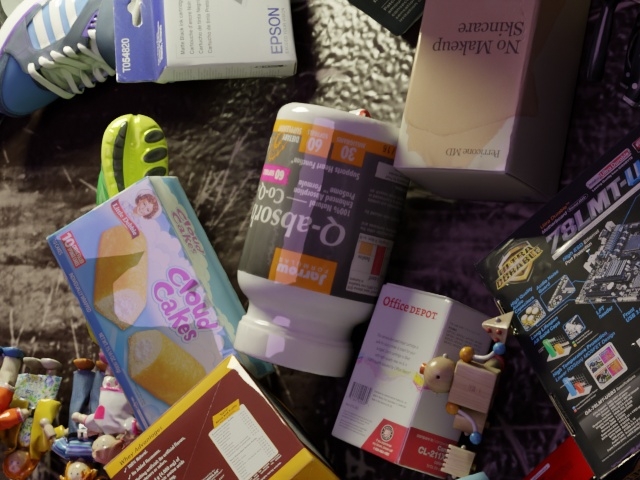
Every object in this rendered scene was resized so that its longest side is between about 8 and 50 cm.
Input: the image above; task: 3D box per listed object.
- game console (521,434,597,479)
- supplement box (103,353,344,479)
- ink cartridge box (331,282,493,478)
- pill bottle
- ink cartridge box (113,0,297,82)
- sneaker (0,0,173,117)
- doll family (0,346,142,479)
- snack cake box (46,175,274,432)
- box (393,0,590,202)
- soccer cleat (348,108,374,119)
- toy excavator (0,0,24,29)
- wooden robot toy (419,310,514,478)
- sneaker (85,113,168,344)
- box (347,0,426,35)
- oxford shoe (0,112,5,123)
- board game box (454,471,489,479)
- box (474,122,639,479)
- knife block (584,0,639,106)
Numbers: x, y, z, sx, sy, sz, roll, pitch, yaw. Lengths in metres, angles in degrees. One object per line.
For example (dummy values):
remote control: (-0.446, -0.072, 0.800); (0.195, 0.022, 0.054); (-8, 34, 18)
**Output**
game console: (0.251, 0.278, 1.341); (0.144, 0.085, 0.124); (-46, 24, 14)
supplement box: (-0.092, 0.266, 1.459); (0.191, 0.129, 0.194); (-42, 42, -2)
ink cartridge box: (0.098, 0.144, 1.432); (0.127, 0.072, 0.175); (13, 82, 59)
pill bottle: (0.000, 0.000, 1.509); (0.162, 0.162, 0.278); (13, 89, 37)
ink cartridge box: (-0.149, -0.305, 1.715); (0.224, 0.045, 0.223); (-4, 68, -6)
sneaker: (-0.298, -0.249, 1.825); (0.323, 0.130, 0.236); (-48, 50, 7)
doll family: (-0.320, 0.230, 1.718); (0.263, 0.118, 0.163); (2, 69, 17)
snack cake box: (-0.186, 0.074, 1.602); (0.152, 0.089, 0.264); (-30, 82, 16)
box: (0.192, -0.204, 1.469); (0.148, 0.121, 0.311); (3, 77, 35)
soccer cleat: (0.035, -0.116, 1.613); (0.035, 0.029, 0.083); (10, 78, 46)
toy excavator: (-0.612, -0.385, 1.893); (0.222, 0.445, 0.433); (2, 76, 36)
wooden robot toy: (0.135, 0.143, 1.353); (0.079, 0.076, 0.173); (16, 101, 12)
sneaker: (-0.234, -0.010, 1.733); (0.109, 0.123, 0.296); (7, 93, -5)
box: (-0.016, -0.453, 1.525); (0.212, 0.395, 0.293); (-46, 54, 14)
oxford shoe: (-0.536, -0.180, 1.998); (0.271, 0.097, 0.098); (-33, 65, 23)
board game box: (0.143, 0.376, 1.262); (0.142, 0.144, 0.275); (-51, 59, 34)
box: (0.324, 0.041, 1.300); (0.295, 0.073, 0.293); (-42, 44, 16)
knife block: (0.326, -0.276, 1.332); (0.088, 0.276, 0.242); (17, 56, 37)
